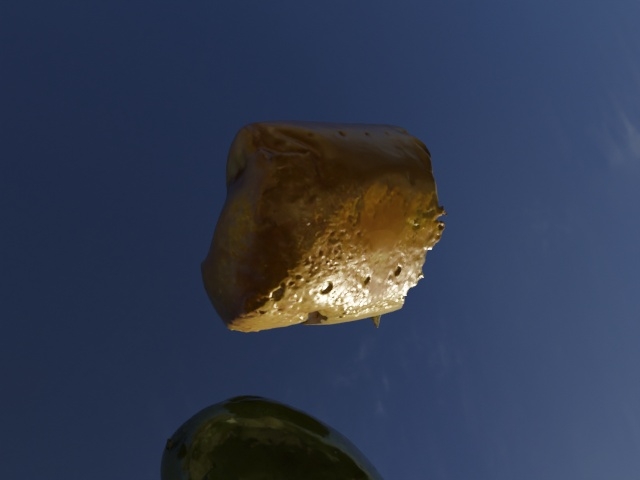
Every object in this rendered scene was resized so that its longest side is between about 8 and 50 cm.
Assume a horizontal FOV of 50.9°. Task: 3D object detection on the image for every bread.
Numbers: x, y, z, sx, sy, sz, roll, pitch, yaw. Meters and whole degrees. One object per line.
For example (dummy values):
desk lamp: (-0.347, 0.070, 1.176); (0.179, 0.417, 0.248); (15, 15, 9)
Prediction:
bread: (0.000, 0.000, 1.056); (0.394, 0.250, 0.361); (-8, -61, -46)

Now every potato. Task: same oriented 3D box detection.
potato: (-0.044, 0.307, 0.810); (0.304, 0.216, 0.216); (19, -121, 8)
